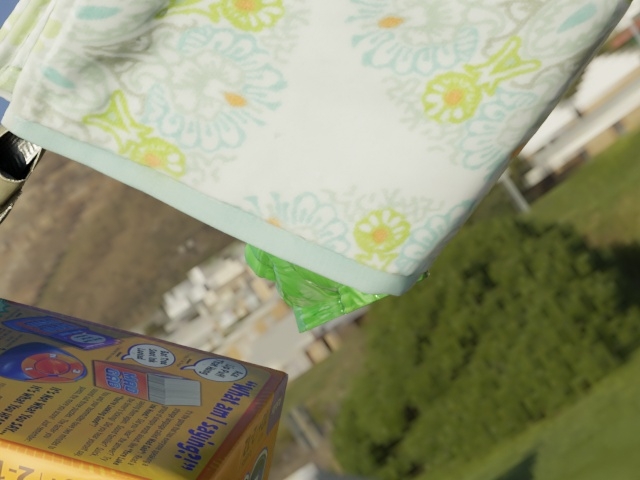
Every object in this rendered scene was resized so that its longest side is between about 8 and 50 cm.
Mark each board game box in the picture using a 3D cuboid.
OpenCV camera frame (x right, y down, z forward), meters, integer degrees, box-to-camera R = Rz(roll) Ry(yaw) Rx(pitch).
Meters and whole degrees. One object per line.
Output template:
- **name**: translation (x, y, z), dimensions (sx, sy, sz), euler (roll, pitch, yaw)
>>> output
- **board game box**: translation (-0.265, 0.291, 1.621), dimensions (0.356, 0.356, 0.356), euler (-49, -29, -74)

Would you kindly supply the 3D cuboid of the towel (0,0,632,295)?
- **towel**: translation (-0.016, -0.140, 1.221), dimensions (0.320, 0.374, 0.090), euler (-53, 23, 36)

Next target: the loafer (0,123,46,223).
- **loafer**: translation (-0.442, -0.096, 2.377), dimensions (0.251, 0.094, 0.087), euler (-55, 5, 12)

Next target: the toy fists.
- **toy fists**: translation (0.000, 0.000, 1.588), dimensions (0.096, 0.142, 0.279), euler (-24, -3, -17)
